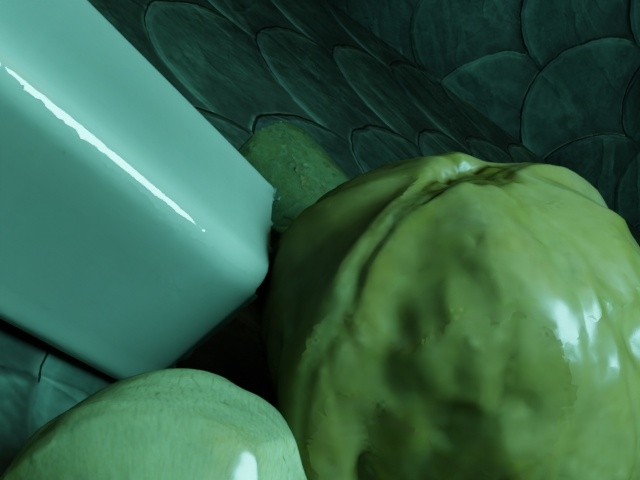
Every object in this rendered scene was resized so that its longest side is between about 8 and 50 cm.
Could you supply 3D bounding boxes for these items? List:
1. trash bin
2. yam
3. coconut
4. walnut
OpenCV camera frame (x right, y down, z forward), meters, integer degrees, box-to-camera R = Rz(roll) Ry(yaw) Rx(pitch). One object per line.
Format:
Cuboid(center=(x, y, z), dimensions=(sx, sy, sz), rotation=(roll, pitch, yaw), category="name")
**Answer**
Cuboid(center=(-0.226, -0.054, 0.671), dimensions=(0.368, 0.256, 0.296), rotation=(41, 21, -23), category="trash bin")
Cuboid(center=(0.000, 0.000, 0.990), dimensions=(0.161, 0.161, 0.268), rotation=(1, 46, -56), category="yam")
Cuboid(center=(-0.096, 0.185, 0.494), dimensions=(0.224, 0.224, 0.224), rotation=(33, 25, -18), category="coconut")
Cuboid(center=(0.111, 0.109, 0.718), dimensions=(0.384, 0.383, 0.383), rotation=(33, 25, -18), category="walnut")
